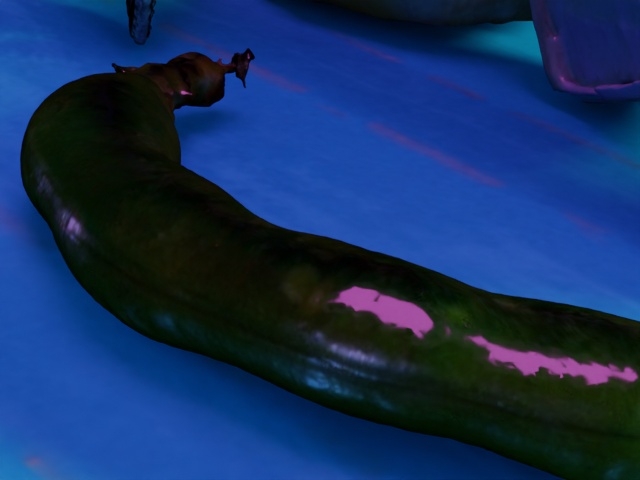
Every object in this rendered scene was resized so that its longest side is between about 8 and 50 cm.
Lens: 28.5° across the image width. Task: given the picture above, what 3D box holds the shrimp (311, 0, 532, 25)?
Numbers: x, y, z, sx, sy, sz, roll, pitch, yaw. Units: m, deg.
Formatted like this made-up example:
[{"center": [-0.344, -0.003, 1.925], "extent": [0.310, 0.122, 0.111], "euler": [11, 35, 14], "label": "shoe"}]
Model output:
[{"center": [0.052, -0.233, 0.779], "extent": [0.221, 0.110, 0.446], "euler": [-2, 33, -2], "label": "shrimp"}]

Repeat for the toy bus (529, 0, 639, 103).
[{"center": [0.208, -0.115, 0.468], "extent": [0.112, 0.138, 0.317], "euler": [-6, 8, -32], "label": "toy bus"}]

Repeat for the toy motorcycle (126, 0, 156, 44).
[{"center": [-0.088, -0.221, 0.616], "extent": [0.124, 0.187, 0.275], "euler": [2, 28, -11], "label": "toy motorcycle"}]

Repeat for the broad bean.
[{"center": [0.000, 0.000, 0.384], "extent": [0.144, 0.049, 0.292], "euler": [-16, 37, -39], "label": "broad bean"}]
